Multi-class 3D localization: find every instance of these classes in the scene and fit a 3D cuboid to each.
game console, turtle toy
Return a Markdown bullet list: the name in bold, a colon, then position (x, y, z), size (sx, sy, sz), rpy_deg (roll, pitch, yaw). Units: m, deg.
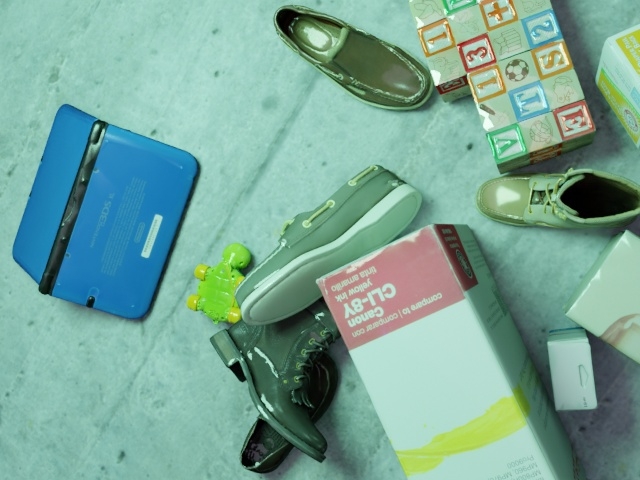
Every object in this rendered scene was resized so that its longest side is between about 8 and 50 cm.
- **game console**: position (-0.368, -0.052, 1.206), size (0.250, 0.173, 0.293), rpy_deg (19, 97, -14)
- **turtle toy**: position (-0.144, 0.067, 1.112), size (0.095, 0.066, 0.130), rpy_deg (17, 94, 16)

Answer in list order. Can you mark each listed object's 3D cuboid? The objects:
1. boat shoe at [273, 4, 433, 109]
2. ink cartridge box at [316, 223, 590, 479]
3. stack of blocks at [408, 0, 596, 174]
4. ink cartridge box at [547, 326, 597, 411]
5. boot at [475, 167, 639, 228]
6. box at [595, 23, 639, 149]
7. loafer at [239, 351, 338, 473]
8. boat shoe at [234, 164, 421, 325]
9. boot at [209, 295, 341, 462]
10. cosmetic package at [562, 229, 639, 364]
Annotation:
- **boat shoe**: position (0.039, -0.264, 1.037), size (0.258, 0.095, 0.095), rpy_deg (28, 98, 16)
- **ink cartridge box**: position (0.179, 0.182, 0.895), size (0.160, 0.279, 0.384), rpy_deg (-27, 82, 17)
- **stack of blocks**: position (0.235, -0.246, 0.969), size (0.171, 0.087, 0.297), rpy_deg (-19, 81, 16)
- **ink cartridge box**: position (0.324, 0.163, 0.930), size (0.052, 0.122, 0.088), rpy_deg (-8, 87, 18)
- **boot**: position (0.298, -0.054, 0.916), size (0.213, 0.165, 0.077), rpy_deg (6, 92, 19)
- **box**: position (0.454, -0.213, 0.860), size (0.203, 0.103, 0.114), rpy_deg (-23, 66, 5)
- **loafer**: position (-0.048, 0.263, 1.072), size (0.080, 0.078, 0.220), rpy_deg (32, 97, 16)
- **boat shoe**: position (0.001, 0.003, 1.003), size (0.305, 0.109, 0.091), rpy_deg (-36, 60, -15)
- **boot**: position (-0.009, 0.150, 1.020), size (0.229, 0.091, 0.263), rpy_deg (-37, 68, -9)
- **cosmetic package**: position (0.458, 0.121, 0.873), size (0.296, 0.153, 0.129), rpy_deg (36, 99, 16)
